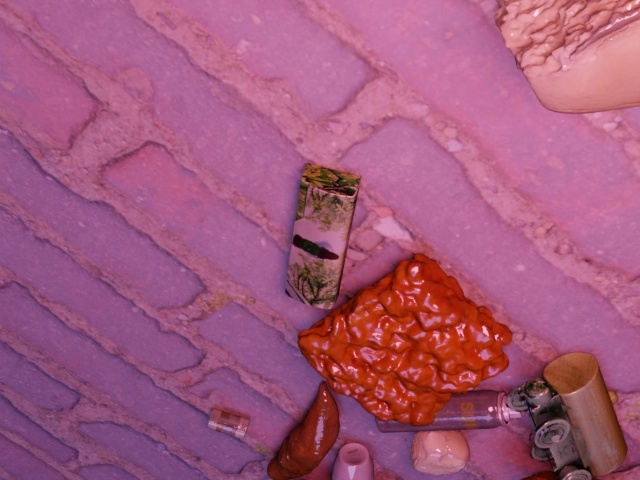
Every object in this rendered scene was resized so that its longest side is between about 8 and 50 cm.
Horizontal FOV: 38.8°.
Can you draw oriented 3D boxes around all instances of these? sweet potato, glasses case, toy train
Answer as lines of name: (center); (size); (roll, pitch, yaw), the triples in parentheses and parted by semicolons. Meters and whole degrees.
sweet potato: (-0.032, 0.436, 1.915); (0.095, 0.106, 0.354); (-10, 144, -33)
glasses case: (0.000, 0.000, 1.512); (0.095, 0.062, 0.272); (13, 135, 5)
toy train: (0.456, 0.340, 1.625); (0.190, 0.126, 0.307); (-25, 125, 6)

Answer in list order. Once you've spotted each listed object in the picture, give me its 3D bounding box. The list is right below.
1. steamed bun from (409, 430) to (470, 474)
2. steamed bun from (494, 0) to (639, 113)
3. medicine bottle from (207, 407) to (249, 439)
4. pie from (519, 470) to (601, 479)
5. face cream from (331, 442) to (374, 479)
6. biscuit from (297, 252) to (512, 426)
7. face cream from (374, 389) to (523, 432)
steamed bun: (0.239, 0.411, 1.809); (0.113, 0.090, 0.130); (12, 149, -5)
steamed bun: (0.337, -0.253, 1.018); (0.290, 0.272, 0.273); (-12, 128, 32)
medicine bottle: (-0.199, 0.397, 1.970); (0.083, 0.047, 0.047); (18, 135, 1)
pie: (0.468, 0.514, 1.711); (0.315, 0.315, 0.092); (0, 95, 18)
face cream: (0.070, 0.487, 1.939); (0.091, 0.091, 0.095); (8, 127, 10)
biscuit: (0.155, 0.190, 1.595); (0.318, 0.110, 0.312); (39, 123, -21)
face cream: (0.244, 0.326, 1.739); (0.284, 0.073, 0.073); (-8, 130, 24)
